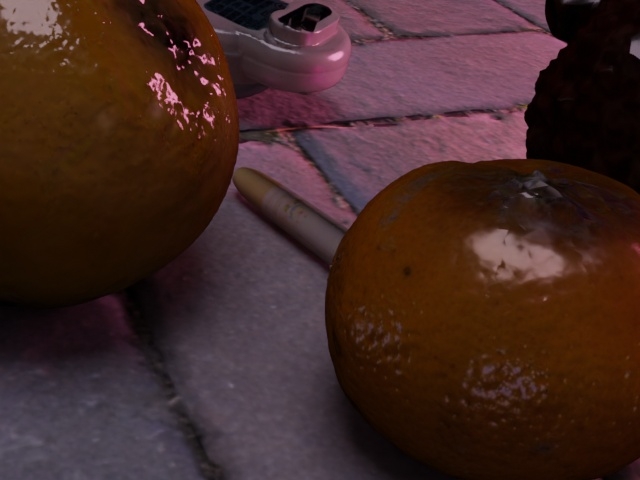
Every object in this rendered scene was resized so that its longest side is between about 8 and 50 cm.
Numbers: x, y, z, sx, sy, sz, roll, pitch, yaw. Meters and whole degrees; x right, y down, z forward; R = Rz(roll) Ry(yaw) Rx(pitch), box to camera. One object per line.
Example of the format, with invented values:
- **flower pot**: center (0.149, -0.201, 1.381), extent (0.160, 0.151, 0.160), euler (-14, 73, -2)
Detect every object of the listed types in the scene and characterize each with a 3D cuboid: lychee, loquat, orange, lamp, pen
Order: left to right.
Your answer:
- **loquat**: center (-0.176, -0.086, 0.659), extent (0.263, 0.263, 0.263), euler (5, 31, -3)
- **lamp**: center (-0.088, -0.196, 1.002), extent (0.246, 0.108, 0.179), euler (20, 38, 18)
- **pen**: center (0.000, 0.000, 0.770), extent (0.040, 0.032, 0.233), euler (-38, 46, -19)
- **orange**: center (0.114, 0.037, 0.593), extent (0.224, 0.170, 0.224), euler (6, 32, -4)
- **lychee**: center (0.306, -0.093, 0.745), extent (0.330, 0.306, 0.306), euler (40, 35, 0)
